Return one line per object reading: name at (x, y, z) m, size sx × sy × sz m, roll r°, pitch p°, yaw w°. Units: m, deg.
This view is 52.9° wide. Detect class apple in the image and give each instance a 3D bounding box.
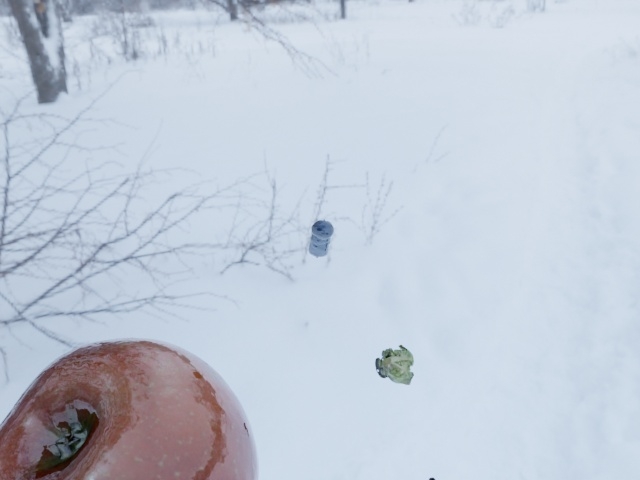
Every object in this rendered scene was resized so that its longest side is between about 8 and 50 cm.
apple at (-0.238, 0.283, 0.759) m, size 0.348 × 0.277 × 0.348 m, roll -14°, pitch 46°, yaw 15°

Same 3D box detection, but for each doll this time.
doll at (0.000, 0.000, 1.051) m, size 0.037 × 0.125 × 0.027 m, roll 6°, pitch 65°, yaw -3°

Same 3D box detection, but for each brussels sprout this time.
brussels sprout at (0.151, 0.260, 1.341) m, size 0.058 × 0.085 × 0.085 m, roll 19°, pitch 5°, yaw -39°

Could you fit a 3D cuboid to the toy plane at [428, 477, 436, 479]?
toy plane at (0.068, 0.224, 0.496) m, size 0.188 × 0.135 × 0.062 m, roll -17°, pitch 42°, yaw 36°
